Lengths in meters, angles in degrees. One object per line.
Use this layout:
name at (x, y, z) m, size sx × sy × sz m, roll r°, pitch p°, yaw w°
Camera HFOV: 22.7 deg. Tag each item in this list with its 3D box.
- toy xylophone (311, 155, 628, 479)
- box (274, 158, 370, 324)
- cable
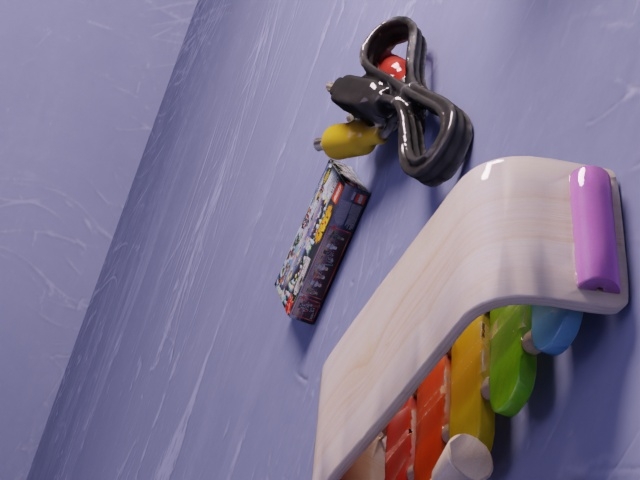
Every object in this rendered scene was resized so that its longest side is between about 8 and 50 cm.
toy xylophone at (0.073, 0.099, 0.990) m, size 0.322 × 0.081 × 0.236 m, roll 128°, pitch 157°, yaw -50°
box at (0.000, 0.000, 1.485) m, size 0.094 × 0.027 × 0.137 m, roll -121°, pitch 53°, yaw -70°
cable at (0.081, -0.113, 1.349) m, size 0.139 × 0.072 × 0.287 m, roll -53°, pitch 27°, yaw -3°
